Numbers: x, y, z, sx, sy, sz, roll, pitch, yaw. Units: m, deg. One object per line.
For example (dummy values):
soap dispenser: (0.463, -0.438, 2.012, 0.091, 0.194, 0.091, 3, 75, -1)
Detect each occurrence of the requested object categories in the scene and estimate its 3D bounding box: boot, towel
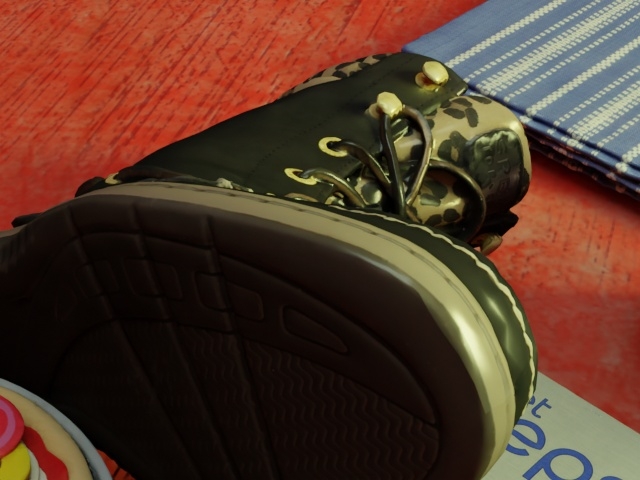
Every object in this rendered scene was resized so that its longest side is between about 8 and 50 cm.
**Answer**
boot: (0.000, 0.000, 0.591, 0.284, 0.138, 0.377, -29, 14, -38)
towel: (0.244, -0.096, 0.883, 0.336, 0.040, 0.243, 31, 45, 28)

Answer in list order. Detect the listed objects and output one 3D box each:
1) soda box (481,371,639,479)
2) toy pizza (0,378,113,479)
soda box: (0.140, 0.159, 0.513, 0.286, 0.091, 0.098, 32, 48, 32)
toy pizza: (-0.171, 0.109, 0.449, 0.201, 0.032, 0.201, 3, 40, -3)
